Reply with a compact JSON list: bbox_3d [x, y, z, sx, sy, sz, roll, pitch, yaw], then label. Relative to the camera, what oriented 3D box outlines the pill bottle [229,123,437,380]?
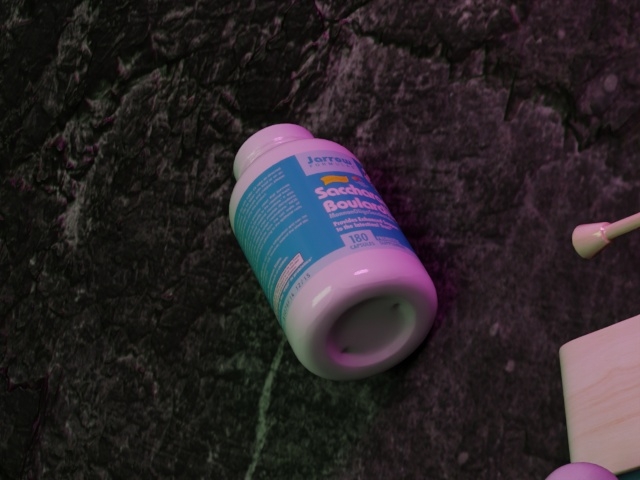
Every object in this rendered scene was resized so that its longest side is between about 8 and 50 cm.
[{"bbox_3d":[0.000,0.000,1.692,0.146,0.146,0.264,-58,40,27],"label":"pill bottle"}]

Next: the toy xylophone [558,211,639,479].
[{"bbox_3d":[0.291,0.080,1.312,0.323,0.081,0.236,-16,68,52],"label":"toy xylophone"}]

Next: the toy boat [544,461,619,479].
[{"bbox_3d":[0.275,0.228,1.145,0.318,0.267,0.148,1,123,54],"label":"toy boat"}]
